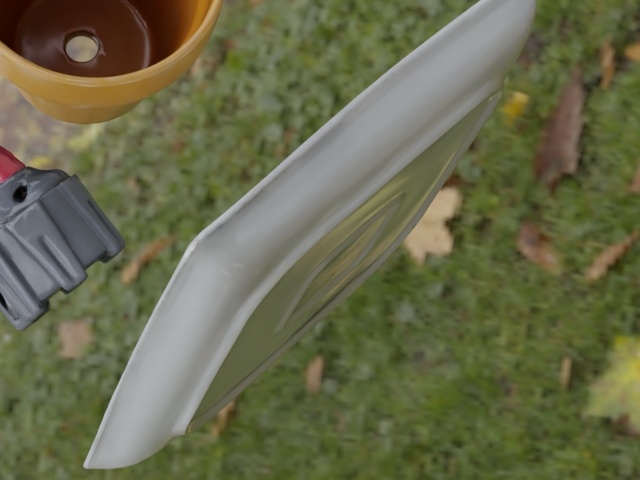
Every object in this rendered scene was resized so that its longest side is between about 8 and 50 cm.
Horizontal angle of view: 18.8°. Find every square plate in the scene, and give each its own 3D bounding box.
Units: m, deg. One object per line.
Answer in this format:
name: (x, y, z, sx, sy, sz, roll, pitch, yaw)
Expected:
square plate: (0.000, 0.000, 1.326, 0.049, 0.347, 0.344, 44, 147, 9)

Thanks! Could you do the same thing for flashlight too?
flashlight: (-0.242, -0.095, 1.223, 0.304, 0.103, 0.103, 51, 160, -2)

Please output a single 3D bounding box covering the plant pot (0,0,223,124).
plant pot: (-0.184, -0.183, 1.539, 0.188, 0.205, 0.205, 116, 149, -70)
